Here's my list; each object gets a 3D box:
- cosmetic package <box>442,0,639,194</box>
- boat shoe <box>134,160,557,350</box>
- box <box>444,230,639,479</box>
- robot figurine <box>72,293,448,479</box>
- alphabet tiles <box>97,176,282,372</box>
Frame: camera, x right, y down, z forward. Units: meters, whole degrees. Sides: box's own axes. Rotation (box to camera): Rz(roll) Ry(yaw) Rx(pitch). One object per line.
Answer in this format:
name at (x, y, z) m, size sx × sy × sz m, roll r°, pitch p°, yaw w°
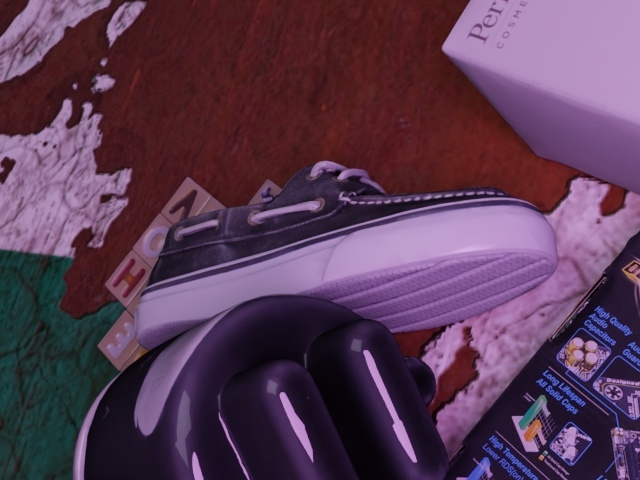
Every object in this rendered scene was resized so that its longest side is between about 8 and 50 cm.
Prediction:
cosmetic package at (0.286, -0.108, 0.662) m, size 0.385 × 0.156 × 0.217 m, roll 27°, pitch 85°, yaw 41°
boat shoe at (0.000, 0.000, 0.818) m, size 0.335 × 0.121 × 0.119 m, roll -12°, pitch 64°, yaw 32°
box at (0.204, 0.169, 0.626) m, size 0.293 × 0.073 × 0.295 m, roll -51°, pitch 47°, yaw 1°
robot figurine at (-0.042, 0.133, 0.717) m, size 0.278 × 0.209 × 0.174 m, roll -29°, pitch 46°, yaw 55°
alphabet tiles at (-0.078, 0.047, 0.937) m, size 0.198 × 0.009 × 0.237 m, roll -52°, pitch 49°, yaw 1°
